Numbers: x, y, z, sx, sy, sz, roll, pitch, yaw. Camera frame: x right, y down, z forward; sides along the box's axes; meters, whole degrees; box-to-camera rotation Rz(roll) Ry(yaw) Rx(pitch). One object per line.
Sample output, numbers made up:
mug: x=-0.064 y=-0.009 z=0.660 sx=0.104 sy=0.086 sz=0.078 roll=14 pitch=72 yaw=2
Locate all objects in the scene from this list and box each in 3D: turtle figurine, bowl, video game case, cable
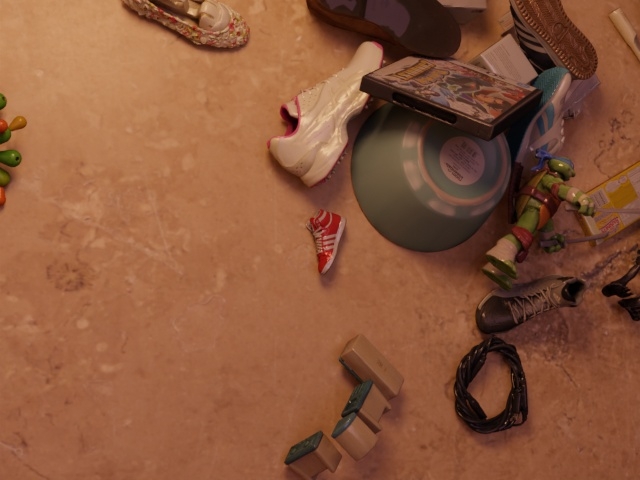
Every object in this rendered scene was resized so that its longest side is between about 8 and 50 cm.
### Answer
turtle figurine: x=0.443 y=-0.012 z=1.661 sx=0.275 sy=0.198 sz=0.266 roll=45 pitch=79 yaw=-16
bowl: x=0.228 y=-0.142 z=1.649 sx=0.312 sy=0.163 sz=0.311 roll=3 pitch=81 yaw=-18
video game case: x=0.241 y=-0.268 z=1.590 sx=0.248 sy=0.035 sz=0.275 roll=26 pitch=32 yaw=21
cable: x=0.323 y=0.272 z=1.693 sx=0.151 sy=0.047 sz=0.184 roll=-1 pitch=86 yaw=-14

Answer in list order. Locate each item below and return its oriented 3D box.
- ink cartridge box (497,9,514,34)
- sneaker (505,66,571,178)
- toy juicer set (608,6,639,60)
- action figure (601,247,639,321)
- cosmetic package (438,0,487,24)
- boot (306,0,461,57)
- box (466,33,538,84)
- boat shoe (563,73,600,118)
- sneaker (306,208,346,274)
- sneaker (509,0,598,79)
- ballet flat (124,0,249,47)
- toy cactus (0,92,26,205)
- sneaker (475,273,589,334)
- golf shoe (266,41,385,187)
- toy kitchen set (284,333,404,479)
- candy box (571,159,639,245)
ink cartridge box: x=0.395 y=-0.459 z=1.807 sx=0.083 sy=0.048 sz=0.028 roll=-42 pitch=97 yaw=-19
sneaker: x=0.436 y=-0.230 z=1.741 sx=0.092 sy=0.087 sz=0.228 roll=13 pitch=115 yaw=-21
toy juicer set: x=0.736 y=-0.527 z=1.911 sx=0.209 sy=0.089 sz=0.329 roll=35 pitch=74 yaw=-12
action figure: x=0.698 y=0.033 z=1.797 sx=0.275 sy=0.141 sz=0.164 roll=-48 pitch=114 yaw=-18
cosmetic package: x=0.244 y=-0.552 z=1.742 sx=0.127 sy=0.107 sz=0.237 roll=1 pitch=86 yaw=-18
boot: x=0.118 y=-0.421 z=1.669 sx=0.306 sy=0.115 sz=0.112 roll=18 pitch=83 yaw=-16
box: x=0.348 y=-0.331 z=1.746 sx=0.087 sy=0.102 sz=0.101 roll=-37 pitch=95 yaw=-18
boat shoe: x=0.512 y=-0.284 z=1.821 sx=0.063 sy=0.066 sz=0.184 roll=46 pitch=62 yaw=-7
sneaker: x=0.000 y=0.000 z=1.615 sx=0.067 sy=0.042 sz=0.118 roll=25 pitch=68 yaw=-18
sneaker: x=0.410 y=-0.423 z=1.739 sx=0.099 sy=0.153 sz=0.282 roll=-47 pitch=112 yaw=-13
ballet flat: x=-0.234 y=-0.407 z=1.571 sx=0.241 sy=0.077 sz=0.091 roll=16 pitch=77 yaw=-17
toy cactus: x=-0.573 y=-0.140 z=1.417 sx=0.181 sy=0.112 sz=0.218 roll=11 pitch=88 yaw=-7
sneaker: x=0.413 y=0.112 z=1.693 sx=0.229 sy=0.132 sz=0.086 roll=-22 pitch=90 yaw=-20
golf shoe: x=0.013 y=-0.252 z=1.619 sx=0.140 sy=0.115 sz=0.306 roll=29 pitch=74 yaw=-10
toy kitchen set: x=0.026 y=0.298 z=1.576 sx=0.122 sy=0.166 sz=0.207 roll=47 pitch=35 yaw=-8
candy box: x=0.621 y=-0.080 z=1.845 sx=0.206 sy=0.027 sz=0.105 roll=-28 pitch=96 yaw=-20
